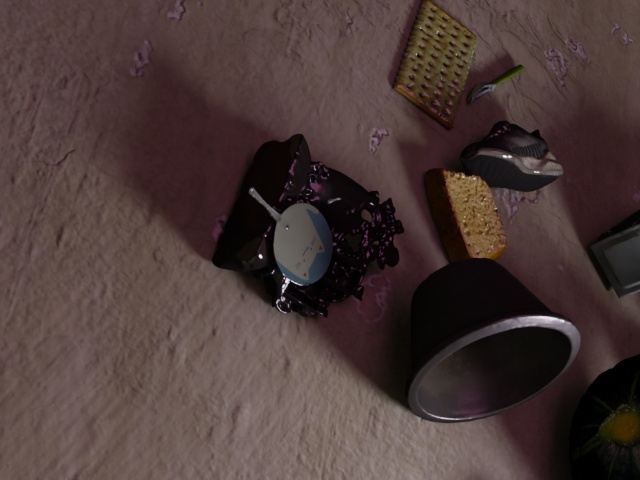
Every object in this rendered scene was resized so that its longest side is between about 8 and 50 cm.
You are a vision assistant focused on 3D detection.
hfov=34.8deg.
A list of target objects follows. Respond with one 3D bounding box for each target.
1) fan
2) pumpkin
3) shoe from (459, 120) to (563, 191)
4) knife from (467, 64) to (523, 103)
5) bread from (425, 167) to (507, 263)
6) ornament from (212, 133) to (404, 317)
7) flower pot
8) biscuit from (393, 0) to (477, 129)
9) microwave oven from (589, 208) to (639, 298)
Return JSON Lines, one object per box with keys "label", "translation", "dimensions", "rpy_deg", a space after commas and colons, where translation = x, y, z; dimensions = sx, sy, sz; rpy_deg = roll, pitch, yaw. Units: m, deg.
{"label": "fan", "translation": [-0.042, -0.014, 1.382], "dimensions": [0.175, 0.005, 0.113], "rpy_deg": [46, 57, -31]}
{"label": "pumpkin", "translation": [0.557, 0.328, 1.615], "dimensions": [0.296, 0.296, 0.295], "rpy_deg": [14, 63, -30]}
{"label": "shoe", "translation": [0.323, -0.153, 1.779], "dimensions": [0.228, 0.099, 0.112], "rpy_deg": [10, 59, -36]}
{"label": "knife", "translation": [0.321, -0.291, 1.874], "dimensions": [0.184, 0.022, 0.026], "rpy_deg": [-33, 118, -39]}
{"label": "bread", "translation": [0.240, -0.039, 1.689], "dimensions": [0.103, 0.065, 0.187], "rpy_deg": [-7, 74, -31]}
{"label": "ornament", "translation": [0.000, 0.000, 1.485], "dimensions": [0.260, 0.106, 0.251], "rpy_deg": [37, 60, -28]}
{"label": "flower pot", "translation": [0.231, 0.136, 1.516], "dimensions": [0.269, 0.269, 0.166], "rpy_deg": [11, 41, -32]}
{"label": "biscuit", "translation": [0.209, -0.317, 1.811], "dimensions": [0.139, 0.016, 0.231], "rpy_deg": [33, 55, -19]}
{"label": "microwave oven", "translation": [0.621, -0.003, 1.875], "dimensions": [0.208, 0.162, 0.122], "rpy_deg": [-27, 88, -40]}
